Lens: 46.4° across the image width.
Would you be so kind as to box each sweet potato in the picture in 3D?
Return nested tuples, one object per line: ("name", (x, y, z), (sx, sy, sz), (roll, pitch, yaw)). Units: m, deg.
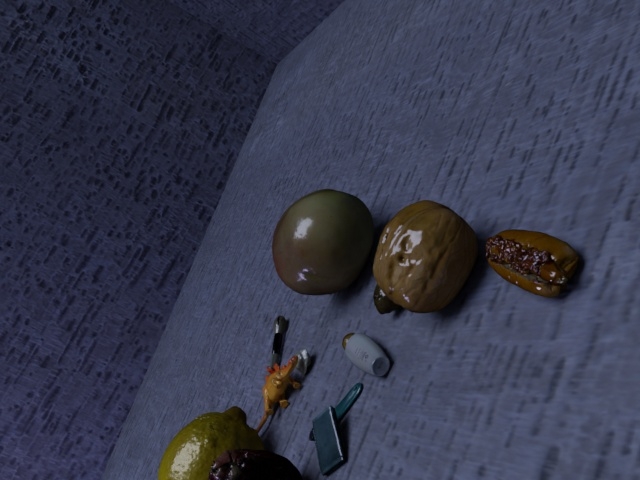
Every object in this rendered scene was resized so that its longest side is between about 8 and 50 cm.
("sweet potato", (0.192, 0.039, 1.671), (0.273, 0.075, 0.075), (-65, 19, -12))

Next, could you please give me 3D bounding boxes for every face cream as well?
("face cream", (0.099, 0.251, 1.656), (0.072, 0.051, 0.182), (-64, 21, 0))

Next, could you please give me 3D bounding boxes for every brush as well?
("brush", (0.030, 0.388, 1.686), (0.193, 0.032, 0.043), (-56, 20, 22))
("brush", (-0.131, 0.339, 2.147), (0.042, 0.039, 0.299), (-44, 28, 41))

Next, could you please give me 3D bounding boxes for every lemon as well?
("lemon", (-0.278, 0.575, 1.908), (0.319, 0.245, 0.245), (-61, 18, -16))

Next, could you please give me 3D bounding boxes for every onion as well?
("onion", (-0.151, 0.587, 1.609), (0.221, 0.281, 0.281), (-3, 52, 20))

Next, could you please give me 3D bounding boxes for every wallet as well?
("wallet", (0.019, 0.436, 1.628), (0.088, 0.026, 0.129), (-48, 42, 37))

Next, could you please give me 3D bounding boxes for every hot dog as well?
("hot dog", (0.350, 0.029, 1.274), (0.102, 0.076, 0.249), (-58, 19, 3))

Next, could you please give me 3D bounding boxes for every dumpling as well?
("dumpling", (-0.046, 0.320, 1.953), (0.077, 0.043, 0.059), (-47, 47, 29))

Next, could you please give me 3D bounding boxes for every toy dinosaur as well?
("toy dinosaur", (-0.124, 0.399, 1.998), (0.288, 0.070, 0.117), (-63, 26, 30))

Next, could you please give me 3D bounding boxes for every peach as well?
("peach", (0.000, 0.000, 1.932), (0.292, 0.247, 0.292), (-29, 30, 19))

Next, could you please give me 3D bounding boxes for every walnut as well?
("walnut", (0.204, 0.035, 1.479), (0.221, 0.195, 0.195), (-67, 19, 11))
